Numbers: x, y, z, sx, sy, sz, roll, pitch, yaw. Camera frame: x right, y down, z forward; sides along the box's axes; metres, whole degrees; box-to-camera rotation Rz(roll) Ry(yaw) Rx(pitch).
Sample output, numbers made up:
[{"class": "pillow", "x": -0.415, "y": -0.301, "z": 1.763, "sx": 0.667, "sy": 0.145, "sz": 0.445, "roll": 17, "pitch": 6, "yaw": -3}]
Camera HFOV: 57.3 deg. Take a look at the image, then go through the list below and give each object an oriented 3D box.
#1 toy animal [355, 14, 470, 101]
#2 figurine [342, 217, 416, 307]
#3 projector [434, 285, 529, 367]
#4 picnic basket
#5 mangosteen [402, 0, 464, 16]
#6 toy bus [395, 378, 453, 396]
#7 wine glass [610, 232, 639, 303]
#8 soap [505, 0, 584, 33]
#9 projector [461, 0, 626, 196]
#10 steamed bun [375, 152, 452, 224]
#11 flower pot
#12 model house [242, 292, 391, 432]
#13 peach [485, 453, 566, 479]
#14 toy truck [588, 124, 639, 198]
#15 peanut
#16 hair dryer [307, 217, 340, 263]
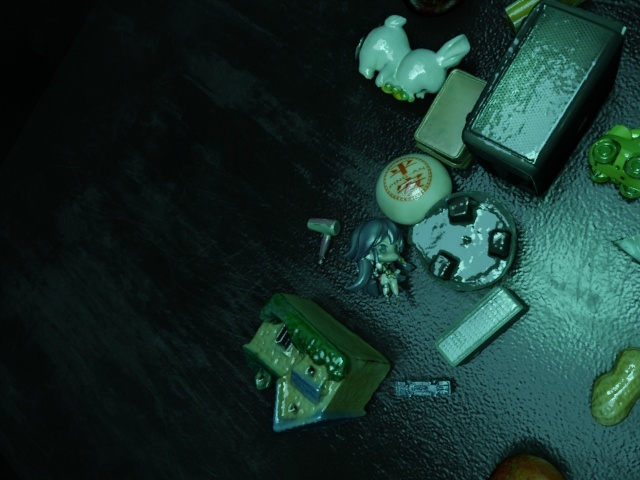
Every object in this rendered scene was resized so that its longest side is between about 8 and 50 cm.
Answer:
[{"class": "toy animal", "x": 0.281, "y": -0.550, "z": 1.805, "sx": 0.310, "sy": 0.183, "sz": 0.247, "roll": 30, "pitch": 98, "yaw": 23}, {"class": "figurine", "x": 0.175, "y": 0.064, "z": 1.808, "sx": 0.197, "sy": 0.175, "sz": 0.265, "roll": 8, "pitch": 81, "yaw": 29}, {"class": "projector", "x": 0.454, "y": 0.240, "z": 1.655, "sx": 0.256, "sy": 0.192, "sz": 0.099, "roll": -45, "pitch": 65, "yaw": 13}, {"class": "picnic basket", "x": 0.413, "y": -0.354, "z": 1.745, "sx": 0.165, "sy": 0.139, "sz": 0.266, "roll": 32, "pitch": 95, "yaw": 23}, {"class": "mangosteen", "x": 0.354, "y": -0.824, "z": 1.796, "sx": 0.236, "sy": 0.235, "sz": 0.261, "roll": -5, "pitch": 50, "yaw": 23}, {"class": "toy bus", "x": 0.313, "y": 0.443, "z": 1.766, "sx": 0.166, "sy": 0.065, "sz": 0.047, "roll": -5, "pitch": 83, "yaw": 21}, {"class": "wine glass", "x": 0.857, "y": 0.067, "z": 1.537, "sx": 0.122, "sy": 0.122, "sz": 0.182, "roll": -21, "pitch": 80, "yaw": 21}, {"class": "soap", "x": 0.652, "y": -0.680, "z": 1.676, "sx": 0.232, "sy": 0.140, "sz": 0.073, "roll": -30, "pitch": 74, "yaw": 18}, {"class": "projector", "x": 0.576, "y": -0.353, "z": 1.541, "sx": 0.242, "sy": 0.395, "sz": 0.405, "roll": 33, "pitch": 99, "yaw": 21}, {"class": "steamed bun", "x": 0.276, "y": -0.165, "z": 1.761, "sx": 0.232, "sy": 0.145, "sz": 0.231, "roll": -7, "pitch": 62, "yaw": 14}, {"class": "flower pot", "x": 0.401, "y": 0.007, "z": 1.648, "sx": 0.299, "sy": 0.283, "sz": 0.299, "roll": -2, "pitch": 85, "yaw": 23}, {"class": "model house", "x": -0.057, "y": 0.399, "z": 1.798, "sx": 0.382, "sy": 0.335, "sz": 0.342, "roll": 37, "pitch": 99, "yaw": 32}, {"class": "peach", "x": 0.552, "y": 0.691, "z": 1.564, "sx": 0.231, "sy": 0.231, "sz": 0.230, "roll": -2, "pitch": 84, "yaw": 24}, {"class": "toy truck", "x": 0.824, "y": -0.234, "z": 1.569, "sx": 0.187, "sy": 0.148, "sz": 0.210, "roll": 19, "pitch": 73, "yaw": 28}, {"class": "peanut", "x": 0.787, "y": 0.385, "z": 1.545, "sx": 0.108, "sy": 0.095, "sz": 0.226, "roll": 32, "pitch": 97, "yaw": 26}, {"class": "hair dryer", "x": 0.006, "y": 0.003, "z": 1.953, "sx": 0.106, "sy": 0.054, "sz": 0.154, "roll": 6, "pitch": 92, "yaw": 28}]
